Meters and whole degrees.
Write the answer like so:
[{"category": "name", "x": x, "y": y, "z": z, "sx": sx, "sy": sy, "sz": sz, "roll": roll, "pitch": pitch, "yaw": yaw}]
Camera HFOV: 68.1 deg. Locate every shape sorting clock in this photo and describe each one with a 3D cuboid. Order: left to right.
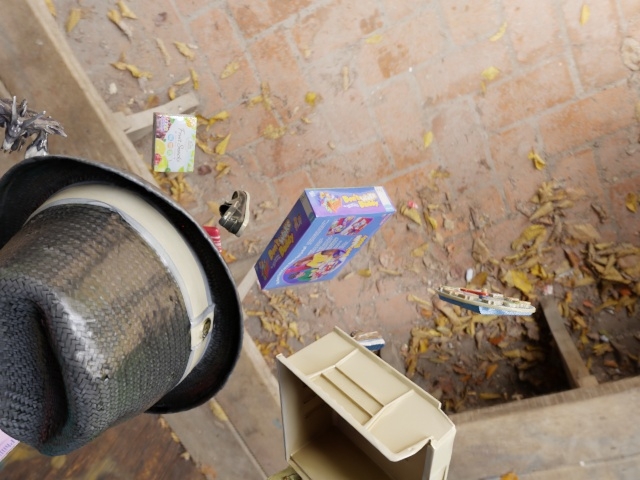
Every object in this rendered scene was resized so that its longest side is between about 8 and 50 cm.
[{"category": "shape sorting clock", "x": 0.351, "y": 0.124, "z": 1.019, "sx": 0.206, "sy": 0.206, "sz": 0.040, "roll": 6, "pitch": 94, "yaw": 9}]

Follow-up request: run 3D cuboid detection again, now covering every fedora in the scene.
[{"category": "fedora", "x": -0.239, "y": 0.093, "z": 0.458, "sx": 0.333, "sy": 0.152, "sz": 0.334, "roll": 8, "pitch": 120, "yaw": 13}]

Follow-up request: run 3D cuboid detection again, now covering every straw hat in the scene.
[{"category": "straw hat", "x": -0.044, "y": 0.471, "z": 0.940, "sx": 0.144, "sy": 0.061, "sz": 0.145, "roll": -1, "pitch": 117, "yaw": -2}]

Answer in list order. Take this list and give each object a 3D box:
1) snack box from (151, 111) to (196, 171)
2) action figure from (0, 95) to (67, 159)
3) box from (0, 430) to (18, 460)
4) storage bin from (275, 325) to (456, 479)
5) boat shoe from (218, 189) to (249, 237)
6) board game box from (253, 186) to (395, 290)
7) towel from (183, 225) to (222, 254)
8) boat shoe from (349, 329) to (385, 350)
[{"category": "snack box", "x": -0.370, "y": -0.246, "z": 1.194, "sx": 0.100, "sy": 0.037, "sz": 0.141, "roll": -5, "pitch": 116, "yaw": -33}, {"category": "action figure", "x": -0.598, "y": -0.200, "z": 0.907, "sx": 0.275, "sy": 0.164, "sz": 0.141, "roll": 9, "pitch": 84, "yaw": 49}, {"category": "box", "x": -0.824, "y": 0.450, "z": 1.125, "sx": 0.213, "sy": 0.243, "sz": 0.117, "roll": -47, "pitch": 121, "yaw": -12}, {"category": "storage bin", "x": 0.062, "y": 0.320, "z": 0.750, "sx": 0.260, "sy": 0.123, "sz": 0.262, "roll": 30, "pitch": 133, "yaw": 41}, {"category": "boat shoe", "x": -0.252, "y": -0.095, "z": 1.370, "sx": 0.079, "sy": 0.233, "sz": 0.084, "roll": 22, "pitch": 114, "yaw": -18}, {"category": "board game box", "x": 0.000, "y": 0.000, "z": 1.213, "sx": 0.347, "sy": 0.233, "sz": 0.078, "roll": -51, "pitch": 54, "yaw": 46}, {"category": "towel", "x": -0.472, "y": 0.061, "z": 1.841, "sx": 0.198, "sy": 0.031, "sz": 0.275, "roll": 5, "pitch": 120, "yaw": 10}, {"category": "boat shoe", "x": 0.129, "y": 0.343, "z": 1.617, "sx": 0.183, "sy": 0.066, "sz": 0.066, "roll": 4, "pitch": 135, "yaw": -27}]
